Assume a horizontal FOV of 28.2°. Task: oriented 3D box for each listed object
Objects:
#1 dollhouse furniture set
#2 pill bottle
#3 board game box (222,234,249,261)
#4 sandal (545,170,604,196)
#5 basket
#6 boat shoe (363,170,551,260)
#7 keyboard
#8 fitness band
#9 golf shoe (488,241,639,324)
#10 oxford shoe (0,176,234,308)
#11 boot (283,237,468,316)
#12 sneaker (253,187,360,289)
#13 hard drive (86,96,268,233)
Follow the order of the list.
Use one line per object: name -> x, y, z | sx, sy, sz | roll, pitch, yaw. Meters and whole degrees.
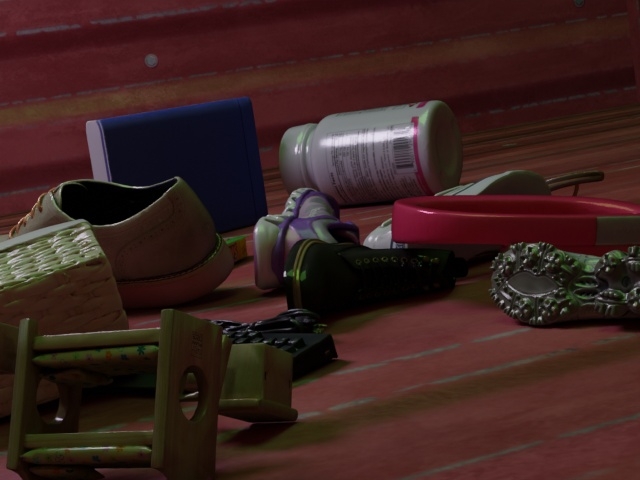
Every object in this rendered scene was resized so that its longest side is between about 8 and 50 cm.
dollhouse furniture set -> -0.131, 0.114, 0.820 | 0.181, 0.101, 0.161 | -6, -17, 26
pill bottle -> 0.083, -0.142, 2.149 | 0.283, 0.160, 0.160 | -4, 8, 28
board game box -> -0.193, 0.031, 1.625 | 0.124, 0.039, 0.259 | -5, 11, 23
sandal -> 0.288, -0.049, 1.666 | 0.180, 0.049, 0.072 | -22, -2, 17
basket -> -0.237, 0.068, 1.007 | 0.167, 0.113, 0.103 | -20, 21, -16
boat shoe -> 0.153, -0.023, 1.403 | 0.258, 0.095, 0.084 | -14, 13, -41
keyboard -> -0.123, 0.091, 1.095 | 0.317, 0.033, 0.201 | -2, 9, 36
fitness band -> 0.212, -0.009, 1.221 | 0.290, 0.054, 0.209 | 1, 7, -16
golf shoe -> 0.219, 0.040, 1.033 | 0.086, 0.069, 0.176 | 12, -6, -43
oxford shoe -> -0.296, -0.005, 1.462 | 0.396, 0.147, 0.140 | -7, 33, 19
boot -> 0.054, 0.031, 1.206 | 0.137, 0.077, 0.198 | -1, 11, 19
sneaker -> 0.000, 0.000, 1.460 | 0.104, 0.095, 0.236 | 0, 14, 13
hard drive -> -0.218, -0.105, 2.013 | 0.040, 0.210, 0.318 | -1, 10, 42
